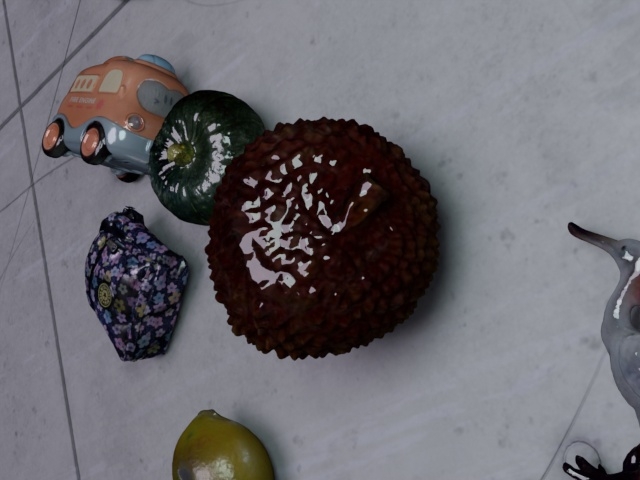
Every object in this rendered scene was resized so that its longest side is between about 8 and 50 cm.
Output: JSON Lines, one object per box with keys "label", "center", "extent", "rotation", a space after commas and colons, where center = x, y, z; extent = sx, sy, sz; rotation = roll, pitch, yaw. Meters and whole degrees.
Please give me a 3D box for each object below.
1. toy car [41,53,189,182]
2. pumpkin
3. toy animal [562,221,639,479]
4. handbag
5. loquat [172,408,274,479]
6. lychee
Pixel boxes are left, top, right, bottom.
{"label": "toy car", "center": [-0.333, -0.215, 1.629], "extent": [0.270, 0.180, 0.212], "rotation": [12, 85, 45]}
{"label": "pumpkin", "center": [-0.174, -0.127, 1.466], "extent": [0.212, 0.152, 0.211], "rotation": [-6, 76, 24]}
{"label": "toy animal", "center": [0.341, 0.134, 0.984], "extent": [0.195, 0.090, 0.324], "rotation": [-4, 85, 44]}
{"label": "handbag", "center": [-0.324, 0.071, 1.619], "extent": [0.208, 0.127, 0.228], "rotation": [37, 119, 39]}
{"label": "loquat", "center": [-0.147, 0.344, 1.409], "extent": [0.152, 0.152, 0.195], "rotation": [-43, 50, 33]}
{"label": "lychee", "center": [0.000, 0.000, 1.203], "extent": [0.330, 0.306, 0.306], "rotation": [137, 125, -63]}
